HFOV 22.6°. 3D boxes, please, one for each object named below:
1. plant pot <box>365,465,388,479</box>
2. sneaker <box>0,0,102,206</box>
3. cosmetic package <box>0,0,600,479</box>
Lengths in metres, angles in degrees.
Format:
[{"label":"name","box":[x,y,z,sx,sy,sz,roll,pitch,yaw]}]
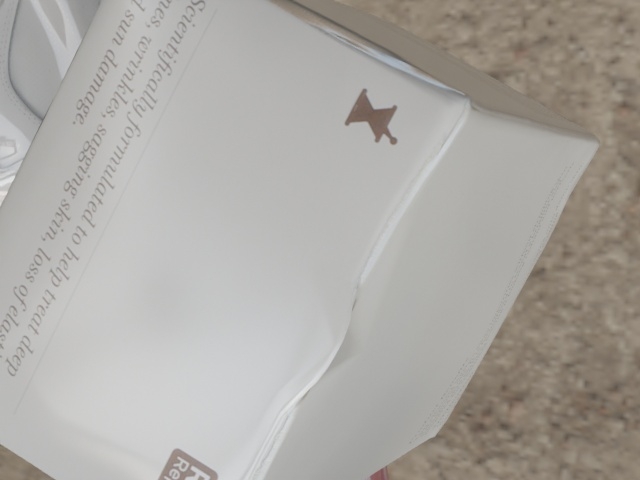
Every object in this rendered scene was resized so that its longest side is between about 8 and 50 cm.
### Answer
[{"label":"plant pot","box":[-0.031,0.191,1.069,0.201,0.201,0.180,-7,72,-36]},{"label":"sneaker","box":[-0.121,-0.155,0.890,0.210,0.137,0.366,16,100,-14]},{"label":"cosmetic package","box":[0.000,0.000,0.778,0.217,0.156,0.385,-61,164,8]}]
